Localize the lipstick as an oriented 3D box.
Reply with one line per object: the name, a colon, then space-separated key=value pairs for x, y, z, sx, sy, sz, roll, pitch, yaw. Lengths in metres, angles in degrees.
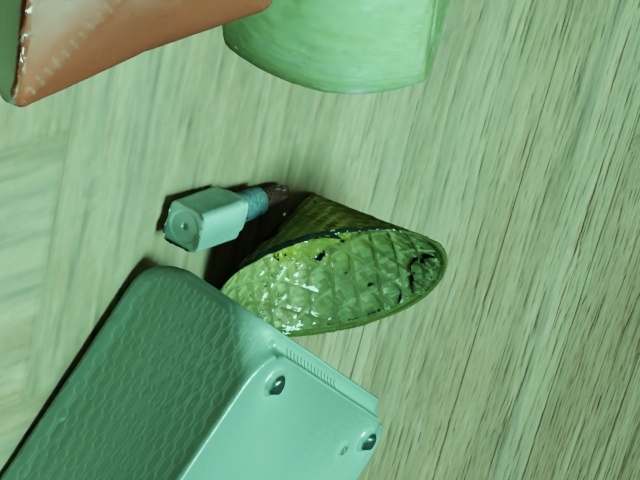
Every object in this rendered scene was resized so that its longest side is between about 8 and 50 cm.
lipstick: x=-0.049 y=-0.019 z=1.080 sx=0.107 sy=0.025 sz=0.025 roll=-23 pitch=135 yaw=-55

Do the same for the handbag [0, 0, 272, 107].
handbag: x=-0.098 y=-0.220 z=0.675 sx=0.151 sy=0.171 sz=0.298 roll=-26 pitch=138 yaw=-43

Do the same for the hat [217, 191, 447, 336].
hat: x=0.000 y=0.000 z=1.143 sx=0.146 sy=0.067 sz=0.146 roll=-10 pitch=154 yaw=-5

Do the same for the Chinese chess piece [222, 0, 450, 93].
Chinese chess piece: x=0.026 y=-0.191 z=0.859 sx=0.250 sy=0.101 sz=0.250 roll=13 pitch=90 yaw=-87

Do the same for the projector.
projector: x=-0.086 y=0.161 z=1.098 sx=0.250 sy=0.108 sz=0.198 roll=-57 pitch=151 yaw=-4
